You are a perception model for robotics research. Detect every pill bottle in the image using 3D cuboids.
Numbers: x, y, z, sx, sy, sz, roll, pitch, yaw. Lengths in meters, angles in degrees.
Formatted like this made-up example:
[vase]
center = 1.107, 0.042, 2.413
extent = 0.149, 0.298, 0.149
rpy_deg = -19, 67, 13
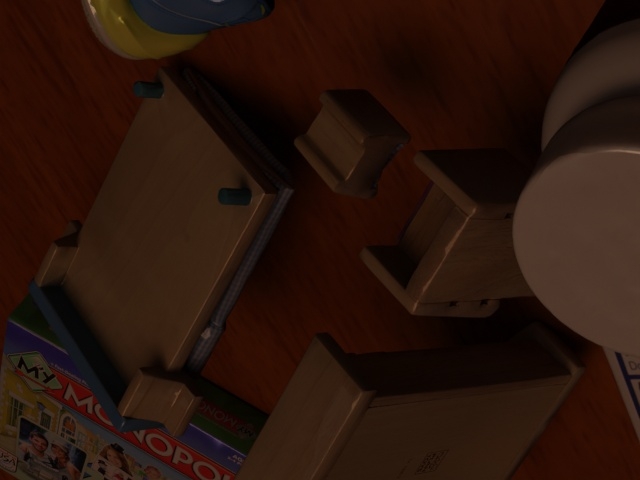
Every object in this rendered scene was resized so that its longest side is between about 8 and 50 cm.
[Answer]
[pill bottle]
center = 0.164, -0.059, 0.561
extent = 0.121, 0.221, 0.121
rpy_deg = 17, 134, 19

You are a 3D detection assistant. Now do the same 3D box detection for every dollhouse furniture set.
[dollhouse furniture set]
center = 0.000, 0.000, 0.836
extent = 0.303, 0.198, 0.286
rpy_deg = 48, 122, 34

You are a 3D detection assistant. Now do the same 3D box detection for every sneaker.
[sneaker]
center = -0.081, -0.212, 0.702
extent = 0.126, 0.091, 0.240
rpy_deg = -4, 126, 13

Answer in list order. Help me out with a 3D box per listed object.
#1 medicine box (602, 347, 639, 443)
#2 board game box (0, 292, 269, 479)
[medicine box]
center = 0.309, 0.086, 0.649
extent = 0.263, 0.149, 0.289
rpy_deg = -5, 123, 35
[board game box]
center = -0.119, 0.189, 1.090
extent = 0.317, 0.046, 0.213
rpy_deg = 29, 138, 8
